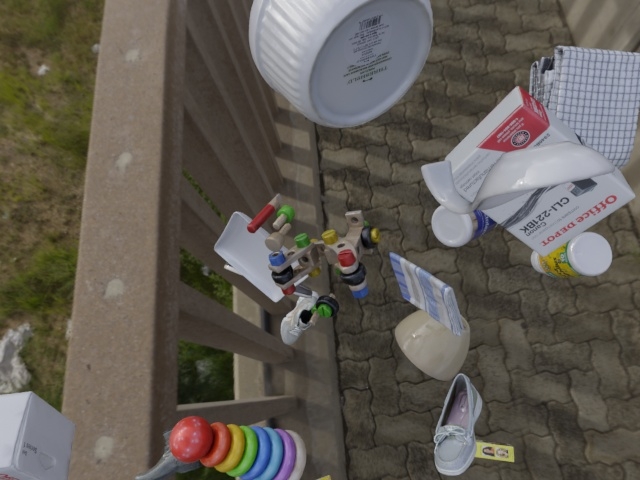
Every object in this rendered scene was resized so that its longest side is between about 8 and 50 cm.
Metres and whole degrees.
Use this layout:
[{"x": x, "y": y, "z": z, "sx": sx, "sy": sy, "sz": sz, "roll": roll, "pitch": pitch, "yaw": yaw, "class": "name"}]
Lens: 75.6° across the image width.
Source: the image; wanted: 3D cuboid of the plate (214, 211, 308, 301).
[{"x": -0.183, "y": 0.052, "z": 1.271, "sx": 0.278, "sy": 0.277, "sz": 0.045, "roll": 41, "pitch": 54, "yaw": -4, "class": "plate"}]

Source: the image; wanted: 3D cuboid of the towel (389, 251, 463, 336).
[{"x": 0.331, "y": 0.166, "z": 1.317, "sx": 0.034, "sy": 0.209, "sz": 0.285, "roll": -34, "pitch": 34, "yaw": -14, "class": "towel"}]

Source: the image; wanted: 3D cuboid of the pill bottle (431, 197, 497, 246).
[{"x": 0.526, "y": -0.082, "z": 1.443, "sx": 0.265, "sy": 0.153, "sz": 0.153, "roll": -20, "pitch": 66, "yaw": -35, "class": "pill bottle"}]

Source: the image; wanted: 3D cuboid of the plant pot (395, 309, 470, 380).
[{"x": 0.458, "y": 0.361, "z": 1.583, "sx": 0.284, "sy": 0.284, "sz": 0.190, "roll": 42, "pitch": 116, "yaw": 18, "class": "plant pot"}]

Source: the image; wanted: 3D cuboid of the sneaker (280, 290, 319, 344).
[{"x": -0.088, "y": 0.331, "z": 1.665, "sx": 0.099, "sy": 0.121, "sz": 0.262, "roll": 22, "pitch": 111, "yaw": -14, "class": "sneaker"}]

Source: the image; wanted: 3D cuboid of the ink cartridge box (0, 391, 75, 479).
[{"x": -0.460, "y": 0.272, "z": 0.525, "sx": 0.220, "sy": 0.160, "sz": 0.092, "roll": -3, "pitch": 53, "yaw": -10, "class": "ink cartridge box"}]

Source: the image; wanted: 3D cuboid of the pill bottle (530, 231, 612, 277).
[{"x": 0.694, "y": 0.047, "z": 1.165, "sx": 0.118, "sy": 0.208, "sz": 0.117, "roll": 1, "pitch": 83, "yaw": -4, "class": "pill bottle"}]

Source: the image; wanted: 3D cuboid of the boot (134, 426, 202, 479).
[{"x": -0.563, "y": 0.783, "z": 1.523, "sx": 0.247, "sy": 0.083, "sz": 0.161, "roll": -12, "pitch": 70, "yaw": -14, "class": "boot"}]

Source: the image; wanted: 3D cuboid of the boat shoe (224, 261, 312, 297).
[{"x": -0.176, "y": 0.109, "z": 1.446, "sx": 0.336, "sy": 0.112, "sz": 0.095, "roll": 19, "pitch": 84, "yaw": 9, "class": "boat shoe"}]

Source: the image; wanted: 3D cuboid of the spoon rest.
[{"x": 0.239, "y": -0.076, "z": 0.548, "sx": 0.137, "sy": 0.276, "sz": 0.084, "roll": -14, "pitch": 100, "yaw": -16, "class": "spoon rest"}]

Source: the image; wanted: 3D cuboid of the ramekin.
[{"x": 0.031, "y": -0.232, "z": 0.486, "sx": 0.207, "sy": 0.207, "sz": 0.109, "roll": -29, "pitch": 62, "yaw": -4, "class": "ramekin"}]

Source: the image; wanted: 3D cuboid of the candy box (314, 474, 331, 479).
[{"x": -0.050, "y": 0.858, "z": 1.430, "sx": 0.105, "sy": 0.206, "sz": 0.027, "roll": -2, "pitch": 56, "yaw": -28, "class": "candy box"}]

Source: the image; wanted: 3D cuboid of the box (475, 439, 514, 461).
[{"x": 0.632, "y": 0.824, "z": 1.633, "sx": 0.233, "sy": 0.087, "sz": 0.058, "roll": 1, "pitch": 71, "yaw": 13, "class": "box"}]

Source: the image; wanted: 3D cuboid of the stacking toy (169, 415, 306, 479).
[{"x": -0.188, "y": 0.473, "z": 0.941, "sx": 0.141, "sy": 0.330, "sz": 0.141, "roll": -30, "pitch": 41, "yaw": 29, "class": "stacking toy"}]

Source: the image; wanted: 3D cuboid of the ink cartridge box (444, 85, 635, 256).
[{"x": 0.410, "y": -0.124, "z": 0.802, "sx": 0.273, "sy": 0.197, "sz": 0.114, "roll": 34, "pitch": 39, "yaw": -8, "class": "ink cartridge box"}]

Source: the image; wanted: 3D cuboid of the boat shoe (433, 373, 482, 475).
[{"x": 0.406, "y": 0.544, "z": 1.237, "sx": 0.320, "sy": 0.118, "sz": 0.103, "roll": -43, "pitch": 111, "yaw": -47, "class": "boat shoe"}]

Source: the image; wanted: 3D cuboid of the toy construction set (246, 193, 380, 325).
[{"x": 0.000, "y": 0.000, "z": 1.010, "sx": 0.309, "sy": 0.257, "sz": 0.237, "roll": 46, "pitch": 45, "yaw": -13, "class": "toy construction set"}]

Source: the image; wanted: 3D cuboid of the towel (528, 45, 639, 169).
[{"x": 0.627, "y": -0.311, "z": 1.008, "sx": 0.235, "sy": 0.121, "sz": 0.283, "roll": -2, "pitch": 99, "yaw": -10, "class": "towel"}]
